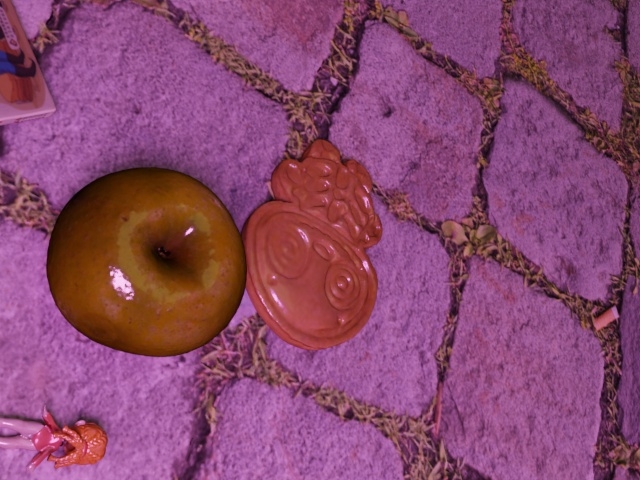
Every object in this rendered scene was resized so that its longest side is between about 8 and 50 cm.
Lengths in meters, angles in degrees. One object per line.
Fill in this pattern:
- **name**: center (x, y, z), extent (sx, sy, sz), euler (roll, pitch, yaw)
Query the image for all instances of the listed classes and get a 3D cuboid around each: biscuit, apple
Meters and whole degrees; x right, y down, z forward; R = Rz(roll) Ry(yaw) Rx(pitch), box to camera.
- **biscuit**: center (0.001, 0.000, 1.126), extent (0.202, 0.044, 0.289), euler (36, 54, -21)
- **apple**: center (-0.174, 0.023, 0.892), extent (0.196, 0.157, 0.197), euler (16, 62, -32)

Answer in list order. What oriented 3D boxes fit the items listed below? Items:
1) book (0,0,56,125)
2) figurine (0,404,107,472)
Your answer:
- **book**: center (-0.416, -0.194, 0.881), extent (0.264, 0.027, 0.202), euler (-19, 84, -43)
- **figurine**: center (-0.253, 0.187, 0.835), extent (0.109, 0.047, 0.064), euler (15, 91, -27)
